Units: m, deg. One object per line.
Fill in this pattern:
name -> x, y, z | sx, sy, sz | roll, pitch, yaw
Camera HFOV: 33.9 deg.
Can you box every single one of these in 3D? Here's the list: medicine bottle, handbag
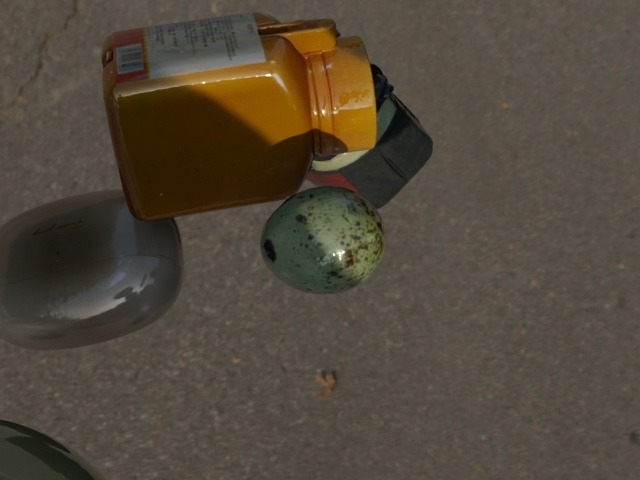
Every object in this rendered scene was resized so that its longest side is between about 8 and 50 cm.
medicine bottle -> -0.069, -0.113, 0.913 | 0.222, 0.149, 0.112 | -9, 40, -5
handbag -> 0.010, -0.168, 1.407 | 0.181, 0.254, 0.181 | -45, 137, 3

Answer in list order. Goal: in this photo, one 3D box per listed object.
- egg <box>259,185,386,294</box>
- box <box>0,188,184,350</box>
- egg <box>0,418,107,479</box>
egg -> 0.000, 0.000, 0.825 | 0.085, 0.110, 0.085 | 2, 88, -46
box -> -0.225, 0.028, 0.986 | 0.088, 0.200, 0.146 | 52, 28, -60
egg -> -0.182, 0.179, 0.517 | 0.186, 0.242, 0.186 | -3, 95, -35
